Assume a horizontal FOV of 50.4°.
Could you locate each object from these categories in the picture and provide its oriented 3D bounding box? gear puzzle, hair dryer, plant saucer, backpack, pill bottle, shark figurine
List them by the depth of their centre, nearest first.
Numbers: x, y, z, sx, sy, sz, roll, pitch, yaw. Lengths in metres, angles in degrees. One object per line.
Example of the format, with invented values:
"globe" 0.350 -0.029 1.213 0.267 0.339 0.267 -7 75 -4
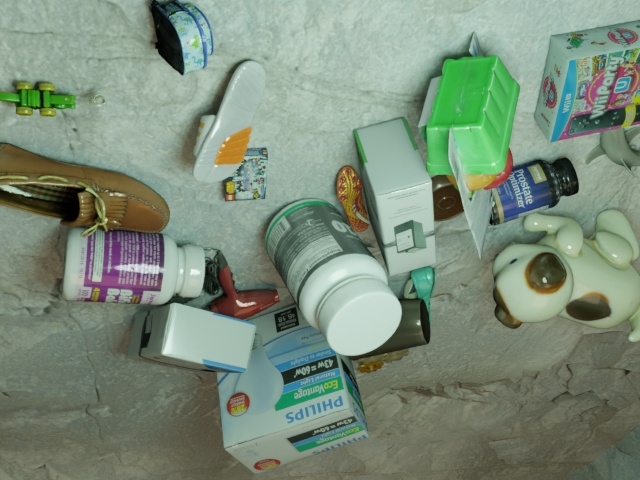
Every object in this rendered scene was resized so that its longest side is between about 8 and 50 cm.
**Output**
"backpack" -0.231 -0.348 1.167 0.084 0.114 0.105 -23 143 -22
"pill bottle" 0.024 0.077 1.525 0.204 0.361 0.204 -14 129 -18
"pill bottle" -0.425 0.062 1.552 0.302 0.169 0.169 5 137 -22
"pill bottle" 0.501 -0.124 1.649 0.219 0.122 0.122 -18 141 4
"shark figurine" 0.774 -0.199 1.654 0.278 0.116 0.166 8 137 -23
"plant saucer" 0.310 -0.101 1.693 0.169 0.029 0.168 -9 141 -7
"hair dryer" -0.237 0.137 1.769 0.294 0.080 0.223 15 132 -31
"gear puzzle" 0.210 0.335 2.176 0.176 0.044 0.339 0 141 -20

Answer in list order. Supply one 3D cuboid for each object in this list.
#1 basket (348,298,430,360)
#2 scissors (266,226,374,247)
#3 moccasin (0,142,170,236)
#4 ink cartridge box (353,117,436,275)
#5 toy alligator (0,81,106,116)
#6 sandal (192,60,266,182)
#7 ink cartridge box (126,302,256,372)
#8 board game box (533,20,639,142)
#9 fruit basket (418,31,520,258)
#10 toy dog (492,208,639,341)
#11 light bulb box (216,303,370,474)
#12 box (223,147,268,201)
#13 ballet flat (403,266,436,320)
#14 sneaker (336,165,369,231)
"basket" 0.183 0.238 1.909 0.227 0.154 0.204 -10 127 20
"scissors" 0.000 0.000 1.729 0.297 0.021 0.109 21 127 -36
"moccasin" -0.488 -0.081 1.380 0.380 0.147 0.139 21 129 -36
"ink cartridge box" 0.169 -0.092 1.518 0.122 0.211 0.289 -15 142 0
"toy alligator" -0.494 -0.256 1.251 0.190 0.056 0.051 -1 -179 -18
"sandal" -0.186 -0.239 1.353 0.102 0.076 0.265 7 117 -44
"ink cartridge box" -0.335 0.256 1.725 0.223 0.129 0.307 18 162 -27
"board game box" 0.631 -0.344 1.449 0.304 0.097 0.224 -11 140 -3
"fruit basket" 0.315 -0.187 1.399 0.166 0.327 0.353 6 151 22
"toy dog" 0.619 0.114 1.773 0.408 0.395 0.284 0 148 -30
"light bulb box" -0.088 0.404 1.908 0.358 0.361 0.225 -20 141 7
"box" -0.166 -0.144 1.497 0.094 0.027 0.137 -4 140 -11
"ballet flat" 0.282 0.164 1.966 0.087 0.083 0.247 -1 137 3
"sneaker" 0.070 -0.100 1.600 0.064 0.067 0.175 -15 124 -3
